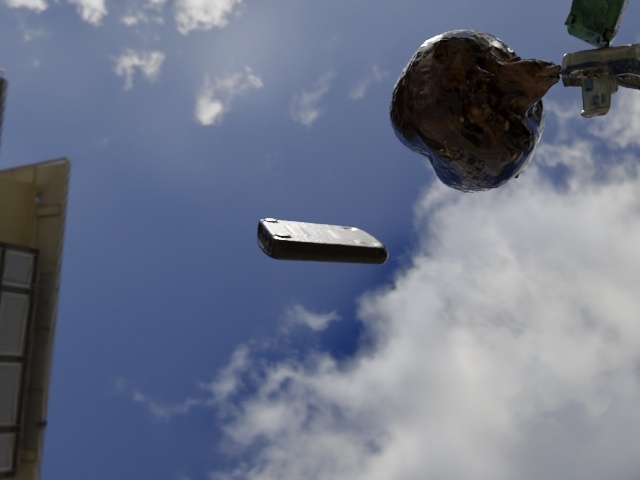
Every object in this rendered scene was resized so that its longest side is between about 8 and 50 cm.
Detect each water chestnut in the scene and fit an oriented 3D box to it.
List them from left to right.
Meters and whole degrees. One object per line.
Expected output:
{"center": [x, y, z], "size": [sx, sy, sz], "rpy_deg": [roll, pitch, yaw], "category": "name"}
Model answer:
{"center": [0.320, -0.263, 1.391], "size": [0.347, 0.335, 0.335], "rpy_deg": [-9, -106, 51], "category": "water chestnut"}

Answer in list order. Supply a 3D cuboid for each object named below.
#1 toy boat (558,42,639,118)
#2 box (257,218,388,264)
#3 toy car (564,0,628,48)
{"center": [0.516, -0.284, 1.257], "size": [0.114, 0.262, 0.115], "rpy_deg": [0, -77, 54], "category": "toy boat"}
{"center": [0.000, 0.000, 0.738], "size": [0.126, 0.125, 0.027], "rpy_deg": [-142, -123, -74], "category": "box"}
{"center": [0.492, -0.427, 1.224], "size": [0.090, 0.224, 0.076], "rpy_deg": [34, -103, 21], "category": "toy car"}
